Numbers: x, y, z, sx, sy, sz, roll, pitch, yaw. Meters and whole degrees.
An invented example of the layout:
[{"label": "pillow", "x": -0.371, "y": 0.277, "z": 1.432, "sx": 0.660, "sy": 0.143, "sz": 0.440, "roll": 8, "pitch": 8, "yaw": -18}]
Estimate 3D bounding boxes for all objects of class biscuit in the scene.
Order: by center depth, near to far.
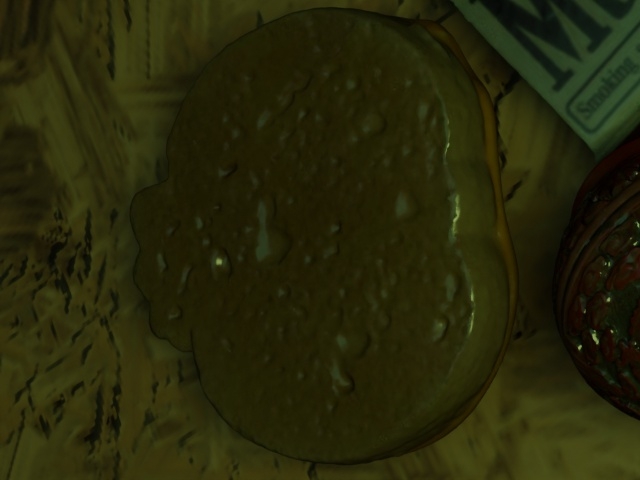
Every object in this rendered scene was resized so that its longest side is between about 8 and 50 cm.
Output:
[{"label": "biscuit", "x": 0.003, "y": 0.000, "z": 0.735, "sx": 0.170, "sy": 0.050, "sz": 0.170, "roll": -4, "pitch": 84, "yaw": 39}]

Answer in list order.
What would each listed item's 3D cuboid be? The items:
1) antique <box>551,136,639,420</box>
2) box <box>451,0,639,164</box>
[{"label": "antique", "x": 0.123, "y": 0.016, "z": 0.629, "sx": 0.104, "sy": 0.104, "sz": 0.104, "roll": -4, "pitch": 82, "yaw": 31}, {"label": "box", "x": 0.122, "y": -0.126, "z": 0.683, "sx": 0.177, "sy": 0.036, "sz": 0.115, "roll": -50, "pitch": 62, "yaw": 17}]
